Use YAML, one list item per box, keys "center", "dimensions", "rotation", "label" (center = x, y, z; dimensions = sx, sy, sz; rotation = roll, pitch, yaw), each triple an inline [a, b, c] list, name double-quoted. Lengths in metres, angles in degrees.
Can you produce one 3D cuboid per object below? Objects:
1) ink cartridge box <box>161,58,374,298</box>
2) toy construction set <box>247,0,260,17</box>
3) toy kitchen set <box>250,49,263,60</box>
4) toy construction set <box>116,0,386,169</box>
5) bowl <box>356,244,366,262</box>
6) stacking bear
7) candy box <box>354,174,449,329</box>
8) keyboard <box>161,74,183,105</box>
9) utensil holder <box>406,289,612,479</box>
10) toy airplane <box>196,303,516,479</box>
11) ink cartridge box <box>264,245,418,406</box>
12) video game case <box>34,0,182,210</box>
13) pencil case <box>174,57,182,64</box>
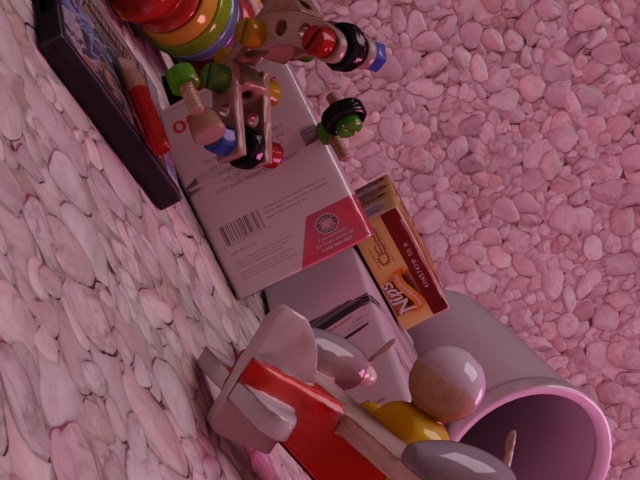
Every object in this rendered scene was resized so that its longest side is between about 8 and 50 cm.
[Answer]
- center: [-0.077, -0.089, 1.709]
  dimensions: [0.283, 0.207, 0.117]
  rotation: [64, 5, 1]
  label: "ink cartridge box"
- center: [-0.127, -0.366, 2.667]
  dimensions: [0.215, 0.151, 0.327]
  rotation: [152, -80, -72]
  label: "toy construction set"
- center: [-0.178, -0.286, 2.351]
  dimensions: [0.207, 0.166, 0.122]
  rotation: [-26, 89, -47]
  label: "toy kitchen set"
- center: [-0.101, -0.237, 1.507]
  dimensions: [0.237, 0.309, 0.257]
  rotation: [64, -30, 23]
  label: "toy construction set"
- center: [0.000, 0.000, 2.182]
  dimensions: [0.311, 0.163, 0.311]
  rotation: [63, 6, -12]
  label: "bowl"
- center: [-0.226, -0.363, 1.870]
  dimensions: [0.175, 0.164, 0.289]
  rotation: [53, 10, 19]
  label: "stacking bear"
- center: [0.122, 0.011, 1.996]
  dimensions: [0.183, 0.088, 0.316]
  rotation: [62, 7, -11]
  label: "candy box"
- center: [-0.200, -0.170, 1.900]
  dimensions: [0.100, 0.038, 0.192]
  rotation: [24, 35, -43]
  label: "keyboard"
- center: [0.258, 0.301, 2.098]
  dimensions: [0.327, 0.328, 0.385]
  rotation: [60, -6, -30]
  label: "utensil holder"
- center: [0.055, 0.199, 1.327]
  dimensions: [0.386, 0.272, 0.384]
  rotation: [47, -9, 16]
  label: "toy airplane"
- center: [0.068, 0.230, 1.794]
  dimensions: [0.285, 0.166, 0.395]
  rotation: [60, 7, -34]
  label: "ink cartridge box"
- center: [-0.261, -0.206, 1.475]
  dimensions: [0.275, 0.035, 0.248]
  rotation: [58, 9, -42]
  label: "video game case"
- center: [-0.201, -0.285, 2.131]
  dimensions: [0.151, 0.064, 0.070]
  rotation: [62, 23, -20]
  label: "pencil case"
